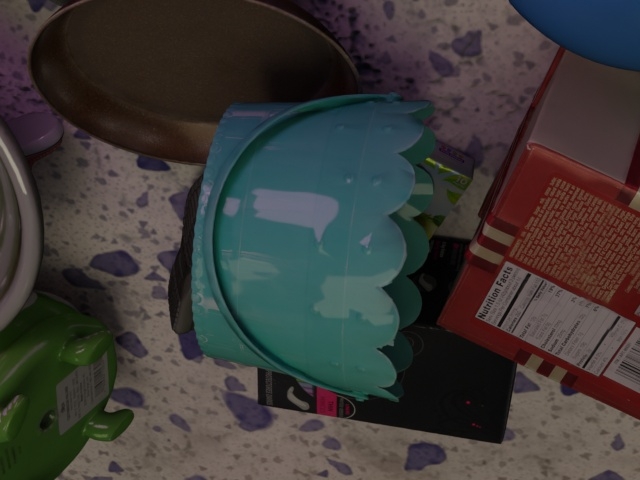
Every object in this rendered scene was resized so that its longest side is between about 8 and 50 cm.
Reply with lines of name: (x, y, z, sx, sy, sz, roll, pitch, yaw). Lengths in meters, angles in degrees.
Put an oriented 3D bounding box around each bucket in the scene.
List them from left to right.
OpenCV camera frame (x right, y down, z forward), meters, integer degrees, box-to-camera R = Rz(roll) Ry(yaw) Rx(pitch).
bucket: (0.000, 0.000, 1.155, 0.183, 0.281, 0.281, 6, 131, 9)

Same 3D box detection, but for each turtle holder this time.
turtle holder: (-0.392, 0.198, 1.464, 0.227, 0.320, 0.243, 26, 164, 24)

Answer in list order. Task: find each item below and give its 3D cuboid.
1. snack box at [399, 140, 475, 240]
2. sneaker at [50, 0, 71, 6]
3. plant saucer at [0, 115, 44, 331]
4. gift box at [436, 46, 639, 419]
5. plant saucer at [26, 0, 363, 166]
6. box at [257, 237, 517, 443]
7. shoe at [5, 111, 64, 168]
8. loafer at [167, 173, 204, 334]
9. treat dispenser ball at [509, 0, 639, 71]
snack box: (0.072, -0.070, 1.285, 0.141, 0.037, 0.100, 26, 130, -7)
sneaker: (-0.204, -0.270, 1.159, 0.319, 0.112, 0.131, 8, 151, 9)
plant saucer: (-0.461, -0.064, 1.309, 0.400, 0.100, 0.401, 7, 123, 10)
gift box: (0.281, -0.013, 1.129, 0.276, 0.258, 0.255, 28, 131, 0)
plant saucer: (-0.114, -0.160, 1.186, 0.310, 0.050, 0.311, 4, 154, 2)
box: (0.077, 0.095, 1.355, 0.270, 0.143, 0.165, 7, 132, 8)
shoe: (-0.332, -0.080, 1.370, 0.178, 0.063, 0.081, -11, 128, 30)
loafer: (-0.106, 0.012, 1.382, 0.087, 0.094, 0.251, 1, 145, -19)
treat dispenser ball: (0.248, -0.264, 0.903, 0.288, 0.288, 0.288, 7, 131, 9)
